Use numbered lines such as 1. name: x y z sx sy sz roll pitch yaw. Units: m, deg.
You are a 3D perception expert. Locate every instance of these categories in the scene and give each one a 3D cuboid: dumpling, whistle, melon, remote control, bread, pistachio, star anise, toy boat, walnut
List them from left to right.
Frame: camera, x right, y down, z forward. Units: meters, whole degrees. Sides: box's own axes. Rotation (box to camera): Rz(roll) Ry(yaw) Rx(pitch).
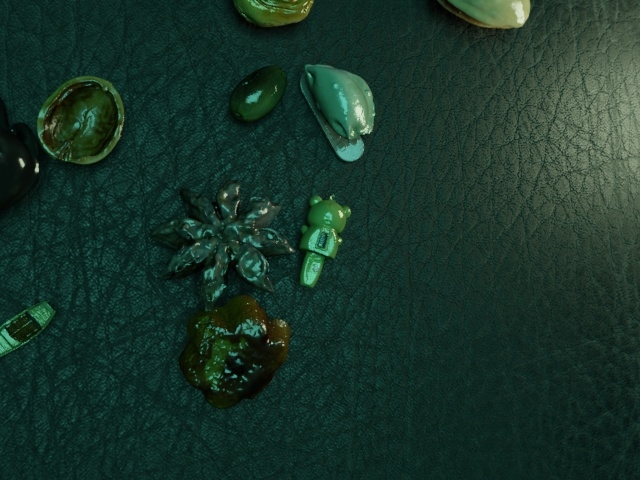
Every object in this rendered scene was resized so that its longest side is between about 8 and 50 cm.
1. toy boat: -0.646 0.194 1.491 0.172 0.066 0.065 -38 98 -11
2. walnut: -0.527 -0.256 1.535 0.167 0.087 0.211 37 71 -18
3. star anise: -0.215 -0.005 1.545 0.332 0.117 0.331 5 62 -10
4. bread: -0.197 0.248 1.536 0.232 0.135 0.246 40 94 -21
5. melon: -0.142 -0.342 1.620 0.099 0.099 0.162 45 72 -6
6. bread: -0.121 -0.616 1.632 0.198 0.120 0.235 -10 88 -14
7. whistle: 0.000 0.000 1.635 0.105 0.085 0.227 18 81 -10
8. remote control: 0.026 -0.302 1.693 0.077 0.022 0.244 -30 93 -15
9. dumpling: 0.048 -0.337 1.649 0.105 0.149 0.216 -37 87 25
10. pistachio: 0.387 -0.646 1.709 0.318 0.193 0.213 38 91 -18

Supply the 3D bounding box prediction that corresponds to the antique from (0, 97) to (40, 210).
1. antique: -0.742 -0.148 1.434 0.322 0.185 0.255 -37 93 -16
